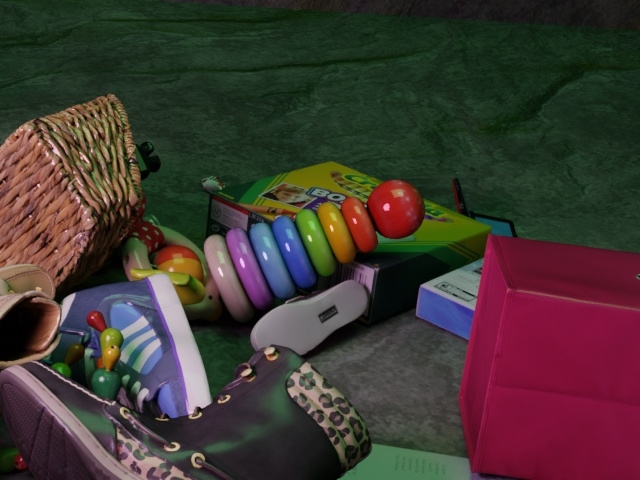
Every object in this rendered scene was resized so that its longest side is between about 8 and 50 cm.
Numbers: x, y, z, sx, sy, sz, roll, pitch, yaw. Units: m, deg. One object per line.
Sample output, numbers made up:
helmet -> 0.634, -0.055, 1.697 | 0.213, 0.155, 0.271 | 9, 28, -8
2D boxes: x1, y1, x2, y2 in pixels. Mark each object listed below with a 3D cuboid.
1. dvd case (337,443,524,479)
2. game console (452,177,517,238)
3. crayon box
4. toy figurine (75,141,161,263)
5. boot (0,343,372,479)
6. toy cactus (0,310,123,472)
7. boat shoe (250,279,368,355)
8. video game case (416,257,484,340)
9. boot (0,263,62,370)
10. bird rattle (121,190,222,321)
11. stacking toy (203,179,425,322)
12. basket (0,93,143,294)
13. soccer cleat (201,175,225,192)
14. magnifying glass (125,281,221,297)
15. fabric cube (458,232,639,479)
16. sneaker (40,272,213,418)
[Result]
dvd case -> 0.127, 0.312, 1.689 | 0.253, 0.022, 0.180 | 9, 23, 1
game console -> 0.299, -0.048, 2.505 | 0.085, 0.124, 0.144 | -18, 22, 8
crayon box -> 0.047, -0.010, 2.302 | 0.363, 0.106, 0.313 | 25, 29, 34
toy figurine -> -0.365, -0.076, 2.198 | 0.148, 0.209, 0.213 | -24, 40, -39
boot -> -0.151, 0.215, 1.569 | 0.377, 0.138, 0.284 | 32, 45, 23
toy cactus -> -0.288, 0.203, 1.649 | 0.180, 0.112, 0.219 | 36, 65, 12
boat shoe -> -0.026, 0.121, 2.036 | 0.219, 0.077, 0.070 | -21, 3, -40
video game case -> 0.330, 0.111, 2.169 | 0.269, 0.061, 0.244 | 25, 30, 34
boot -> -0.376, 0.092, 1.689 | 0.203, 0.095, 0.262 | -10, 13, 38
bird rattle -> -0.245, 0.040, 2.050 | 0.207, 0.143, 0.253 | 20, 29, -42
stacking toy -> 0.000, 0.000, 2.058 | 0.330, 0.141, 0.141 | -23, 26, 1
basket -> -0.384, -0.040, 2.001 | 0.213, 0.299, 0.223 | 55, 31, 1
soccer cleat -> -0.196, -0.098, 2.533 | 0.036, 0.029, 0.083 | -8, 23, -14
magnifying glass -> -0.202, 0.068, 2.149 | 0.231, 0.026, 0.092 | -6, 27, -28
fabric cube -> 0.333, 0.156, 1.793 | 0.258, 0.259, 0.254 | 9, 17, 0
sneaker -> -0.269, 0.185, 1.774 | 0.236, 0.130, 0.323 | -18, 44, -8
